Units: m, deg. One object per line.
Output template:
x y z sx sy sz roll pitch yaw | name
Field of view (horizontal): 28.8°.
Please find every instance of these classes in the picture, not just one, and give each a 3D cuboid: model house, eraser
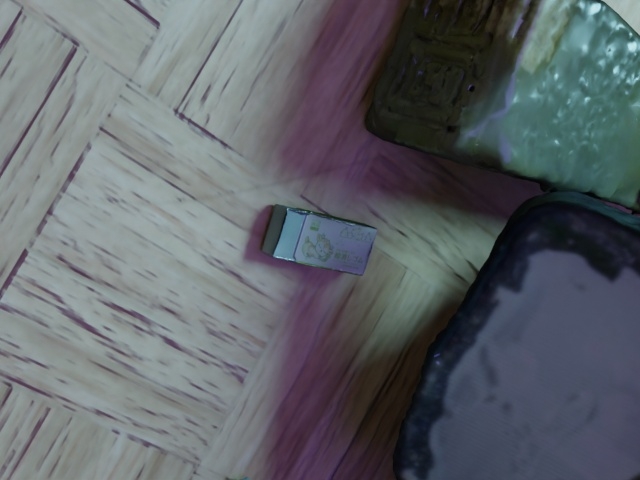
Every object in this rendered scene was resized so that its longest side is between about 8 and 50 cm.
0.214 0.087 0.955 0.301 0.190 0.271 -24 140 -64 | model house
0.000 0.000 0.875 0.083 0.019 0.038 14 99 -38 | eraser

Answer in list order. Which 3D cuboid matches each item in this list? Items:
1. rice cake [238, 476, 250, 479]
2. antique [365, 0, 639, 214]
-0.120 0.204 0.849 0.180 0.030 0.042 -15 127 -32 | rice cake
0.184 -0.094 0.911 0.284 0.125 0.150 21 93 -38 | antique
